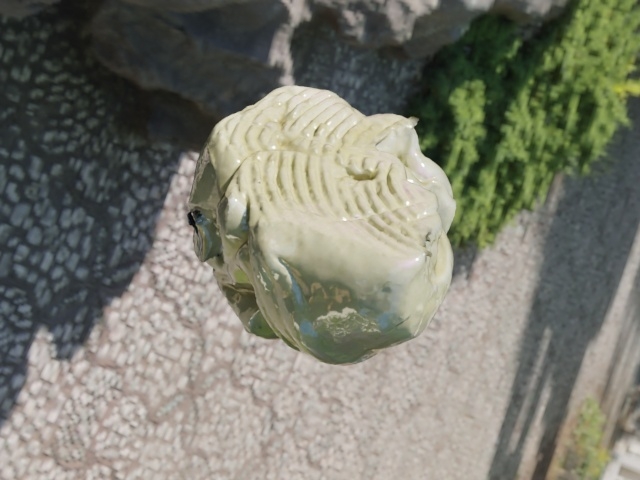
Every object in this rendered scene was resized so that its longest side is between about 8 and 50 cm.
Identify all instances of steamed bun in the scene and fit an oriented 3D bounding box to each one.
[{"bbox_3d":[0.000,0.000,1.108,0.320,0.275,0.206,-88,-174,-54],"label":"steamed bun"}]
